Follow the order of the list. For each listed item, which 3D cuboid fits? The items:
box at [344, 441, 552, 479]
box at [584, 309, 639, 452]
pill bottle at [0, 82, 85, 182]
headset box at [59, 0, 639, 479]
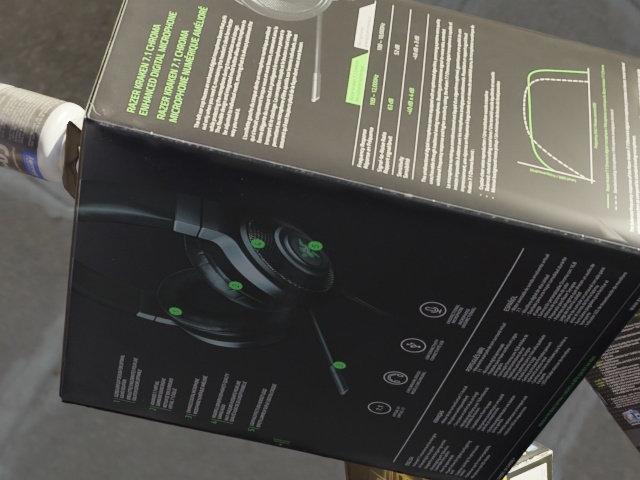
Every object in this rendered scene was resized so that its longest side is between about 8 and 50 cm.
[{"bbox_3d":[0.140,0.309,1.335,0.079,0.322,0.257,-17,111,-27],"label":"box"},{"bbox_3d":[0.270,0.024,0.754,0.216,0.270,0.060,51,47,-14],"label":"box"},{"bbox_3d":[-0.267,-0.099,1.105,0.137,0.078,0.078,17,84,19],"label":"pill bottle"},{"bbox_3d":[0.000,0.000,0.616,0.283,0.246,0.131,12,52,-5],"label":"headset box"}]
